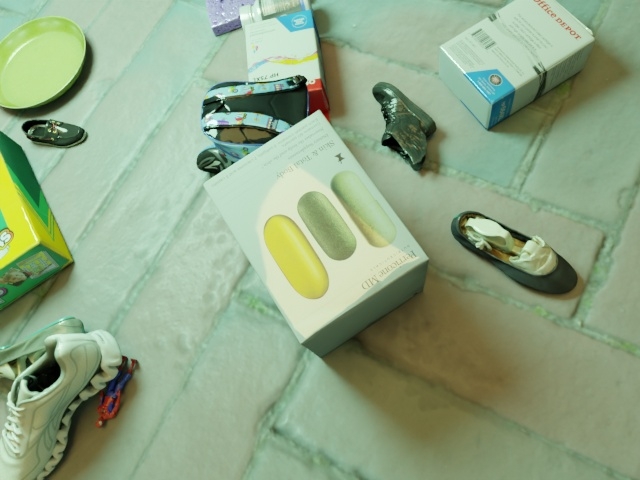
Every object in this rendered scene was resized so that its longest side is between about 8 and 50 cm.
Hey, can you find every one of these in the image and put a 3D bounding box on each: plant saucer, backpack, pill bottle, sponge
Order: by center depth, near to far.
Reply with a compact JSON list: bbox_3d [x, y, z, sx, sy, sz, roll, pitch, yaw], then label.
[{"bbox_3d":[-0.105,-0.185,0.909,0.173,0.117,0.158,-1,59,-6],"label":"backpack"},{"bbox_3d":[-0.084,-0.441,1.088,0.137,0.078,0.078,-12,66,7],"label":"pill bottle"},{"bbox_3d":[-0.135,-0.510,1.153,0.209,0.031,0.117,-17,65,5],"label":"sponge"},{"bbox_3d":[-0.608,-0.378,1.198,0.240,0.037,0.241,-4,68,10],"label":"plant saucer"}]

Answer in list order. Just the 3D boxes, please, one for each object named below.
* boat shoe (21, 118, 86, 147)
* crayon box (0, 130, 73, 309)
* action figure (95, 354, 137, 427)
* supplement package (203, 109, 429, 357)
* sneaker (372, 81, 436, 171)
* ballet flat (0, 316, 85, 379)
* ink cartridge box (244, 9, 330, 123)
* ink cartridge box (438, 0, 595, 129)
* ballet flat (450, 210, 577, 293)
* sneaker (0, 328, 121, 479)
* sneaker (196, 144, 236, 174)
[{"bbox_3d":[-0.538,-0.218,1.117,0.132,0.042,0.049,5,67,12],"label":"boat shoe"},{"bbox_3d":[-0.686,0.007,1.022,0.362,0.106,0.313,-34,67,-2],"label":"crayon box"},{"bbox_3d":[-0.334,0.243,0.892,0.038,0.030,0.115,14,74,13],"label":"action figure"},{"bbox_3d":[0.000,0.000,0.812,0.199,0.198,0.263,-33,71,-3],"label":"supplement package"},{"bbox_3d":[0.131,-0.200,0.958,0.089,0.051,0.170,-42,69,-12],"label":"sneaker"},{"bbox_3d":[-0.491,0.195,0.923,0.213,0.072,0.068,-24,76,3],"label":"ballet flat"},{"bbox_3d":[-0.060,-0.300,1.025,0.134,0.078,0.231,-11,67,8],"label":"ink cartridge box"},{"bbox_3d":[0.326,-0.309,0.941,0.203,0.086,0.148,-31,66,-2],"label":"ink cartridge box"},{"bbox_3d":[0.287,0.013,0.828,0.203,0.074,0.074,31,78,21],"label":"ballet flat"},{"bbox_3d":[-0.432,0.259,0.844,0.110,0.118,0.292,32,90,25],"label":"sneaker"},{"bbox_3d":[-0.143,-0.112,0.973,0.188,0.067,0.078,23,69,17],"label":"sneaker"}]
